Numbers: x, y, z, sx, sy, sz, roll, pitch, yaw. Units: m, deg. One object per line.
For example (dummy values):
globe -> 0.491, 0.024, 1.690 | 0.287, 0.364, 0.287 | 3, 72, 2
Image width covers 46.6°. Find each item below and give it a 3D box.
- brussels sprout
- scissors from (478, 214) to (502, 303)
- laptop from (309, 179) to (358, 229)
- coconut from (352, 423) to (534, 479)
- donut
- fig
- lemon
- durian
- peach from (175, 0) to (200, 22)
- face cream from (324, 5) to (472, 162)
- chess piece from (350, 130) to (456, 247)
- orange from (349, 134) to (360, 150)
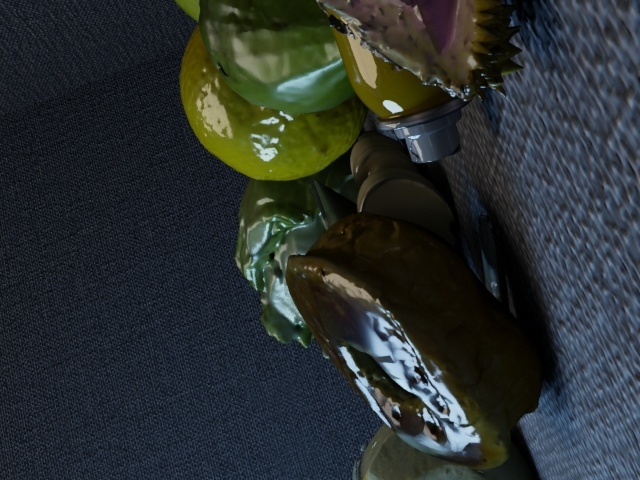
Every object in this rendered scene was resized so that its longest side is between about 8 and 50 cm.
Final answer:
brussels sprout -> 0.011, -0.011, 1.518 | 0.361, 0.342, 0.425 | -74, -17, -50
scissors -> 0.201, 0.071, 0.849 | 0.300, 0.022, 0.109 | 71, 176, -45
laptop -> 0.107, 0.018, 1.047 | 0.269, 0.015, 0.188 | 29, -158, -26
coconut -> 0.194, 0.411, 1.193 | 0.323, 0.322, 0.323 | -21, -90, -90
donut -> 0.109, 0.108, 0.837 | 0.330, 0.160, 0.330 | 46, 165, 16
fig -> -0.028, -0.245, 0.845 | 0.314, 0.233, 0.233 | -99, -10, -60
lemon -> -0.071, -0.253, 1.194 | 0.336, 0.336, 0.336 | -21, -90, -90
durian -> 0.041, -0.180, 0.460 | 0.182, 0.132, 0.165 | 28, 172, 32
peach -> -0.162, -0.540, 1.358 | 0.315, 0.281, 0.314 | -158, 53, -80
face cream -> 0.042, -0.229, 0.588 | 0.105, 0.105, 0.349 | -110, -2, -74
chess piece -> 0.096, -0.089, 1.071 | 0.307, 0.138, 0.124 | -103, 29, -61
orange -> -0.024, -0.230, 1.763 | 0.264, 0.264, 0.264 | -21, -90, -90
